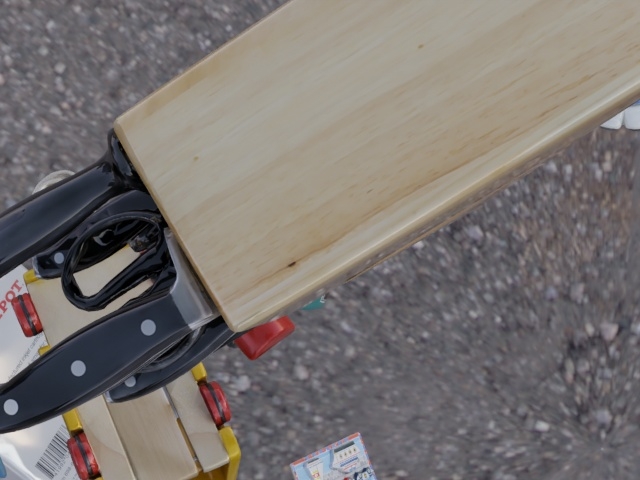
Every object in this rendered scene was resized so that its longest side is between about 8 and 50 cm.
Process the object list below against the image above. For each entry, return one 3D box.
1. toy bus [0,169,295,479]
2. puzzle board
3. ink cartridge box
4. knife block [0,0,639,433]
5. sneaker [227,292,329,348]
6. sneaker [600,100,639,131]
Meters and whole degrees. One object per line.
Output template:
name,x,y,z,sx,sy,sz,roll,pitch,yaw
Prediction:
toy bus,-0.130,0.087,0.766,0.191,0.104,0.202,21,63,4
puzzle board,0.023,0.262,1.238,0.011,0.128,0.096,-23,84,34
ink cartridge box,-0.352,0.179,1.400,0.114,0.273,0.197,-11,40,43
knife block,-0.010,-0.026,0.422,0.242,0.275,0.088,-29,85,-33
sneaker,0.000,0.000,1.208,0.302,0.108,0.121,-31,83,7
sneaker,0.332,-0.208,0.918,0.330,0.147,0.130,-25,32,-12
